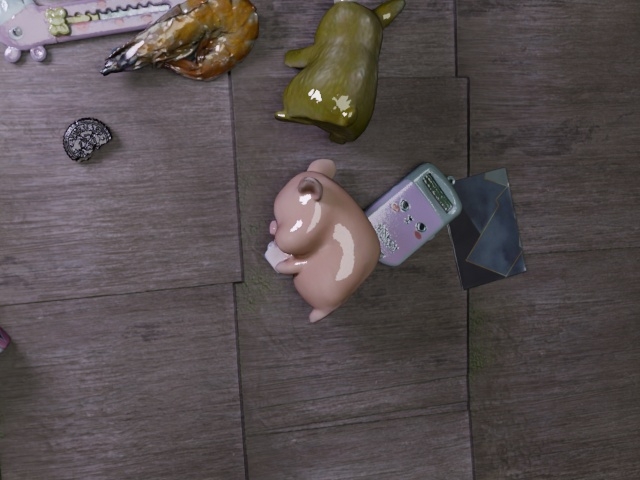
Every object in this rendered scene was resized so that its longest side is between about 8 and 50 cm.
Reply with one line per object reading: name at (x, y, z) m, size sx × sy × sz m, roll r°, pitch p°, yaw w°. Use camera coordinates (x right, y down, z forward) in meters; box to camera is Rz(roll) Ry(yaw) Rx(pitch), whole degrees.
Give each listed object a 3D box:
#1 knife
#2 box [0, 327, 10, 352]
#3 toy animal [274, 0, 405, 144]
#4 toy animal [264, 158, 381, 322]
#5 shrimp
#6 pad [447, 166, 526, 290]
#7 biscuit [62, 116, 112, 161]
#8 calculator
knife at (-0.404, -0.418, 1.442) m, size 0.399 × 0.038 × 0.132 m, roll -12°, pitch 102°, yaw -13°
box at (-0.766, 0.244, 1.387) m, size 0.370 × 0.112 × 0.190 m, roll -43°, pitch 103°, yaw -7°
toy animal at (0.044, -0.363, 1.508) m, size 0.181 × 0.180 × 0.362 m, roll 21°, pitch 68°, yaw -22°
toy animal at (-0.004, -0.002, 1.525) m, size 0.213 × 0.195 × 0.256 m, roll -34°, pitch 103°, yaw 17°
shrimp at (-0.258, -0.359, 1.463) m, size 0.317 × 0.062 × 0.164 m, roll -26°, pitch 127°, yaw -8°
pad at (0.357, -0.024, 1.698) m, size 0.164 × 0.004 × 0.243 m, roll -16°, pitch 100°, yaw -12°
biscuit at (-0.439, -0.189, 1.464) m, size 0.089 × 0.027 × 0.087 m, roll 5°, pitch 94°, yaw -15°
calculator at (0.188, -0.056, 1.628) m, size 0.246 × 0.045 × 0.141 m, roll -39°, pitch 104°, yaw -7°
